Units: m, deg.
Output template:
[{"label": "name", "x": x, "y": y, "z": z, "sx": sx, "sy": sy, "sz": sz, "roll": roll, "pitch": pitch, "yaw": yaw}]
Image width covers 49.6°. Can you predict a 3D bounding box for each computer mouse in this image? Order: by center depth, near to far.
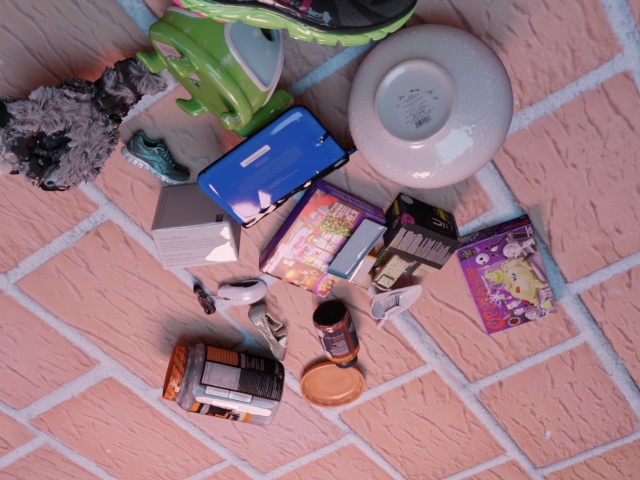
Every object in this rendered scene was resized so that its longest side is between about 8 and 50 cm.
[{"label": "computer mouse", "x": -0.239, "y": 0.148, "z": 1.858, "sx": 0.193, "sy": 0.042, "sz": 0.106, "roll": -10, "pitch": 127, "yaw": 5}]

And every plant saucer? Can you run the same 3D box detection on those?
[{"label": "plant saucer", "x": 0.087, "y": 0.021, "z": 1.721, "sx": 0.067, "sy": 0.018, "sz": 0.192, "roll": 21, "pitch": 123, "yaw": -22}, {"label": "plant saucer", "x": 0.036, "y": 0.432, "z": 2.099, "sx": 0.200, "sy": 0.037, "sz": 0.200, "roll": -2, "pitch": 127, "yaw": -3}]

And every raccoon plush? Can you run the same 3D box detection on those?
[{"label": "raccoon plush", "x": -0.523, "y": -0.255, "z": 1.490, "sx": 0.446, "sy": 0.299, "sz": 0.216, "roll": -26, "pitch": 115, "yaw": -24}]

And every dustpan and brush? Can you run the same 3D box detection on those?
[{"label": "dustpan and brush", "x": 0.185, "y": 0.192, "z": 1.898, "sx": 0.147, "sy": 0.060, "sz": 0.211, "roll": -11, "pitch": 162, "yaw": -20}]

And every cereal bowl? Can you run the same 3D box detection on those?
[{"label": "cereal bowl", "x": 0.205, "y": -0.271, "z": 1.381, "sx": 0.339, "sy": 0.141, "sz": 0.339, "roll": 1, "pitch": 93, "yaw": 22}]

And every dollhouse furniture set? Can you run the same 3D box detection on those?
[{"label": "dollhouse furniture set", "x": 0.206, "y": 0.103, "z": 1.810, "sx": 0.161, "sy": 0.101, "sz": 0.182, "roll": 24, "pitch": 123, "yaw": -20}]

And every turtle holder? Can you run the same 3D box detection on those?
[{"label": "turtle holder", "x": -0.169, "y": -0.343, "z": 1.354, "sx": 0.320, "sy": 0.243, "sz": 0.227, "roll": 43, "pitch": 79, "yaw": -16}]

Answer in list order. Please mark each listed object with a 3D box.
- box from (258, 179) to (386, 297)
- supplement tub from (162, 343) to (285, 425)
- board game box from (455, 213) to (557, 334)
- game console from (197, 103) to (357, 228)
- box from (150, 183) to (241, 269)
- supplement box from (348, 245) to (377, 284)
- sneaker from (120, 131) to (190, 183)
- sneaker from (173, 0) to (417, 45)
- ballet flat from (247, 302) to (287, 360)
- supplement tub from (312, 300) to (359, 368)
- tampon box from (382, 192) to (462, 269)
[{"label": "box", "x": 0.000, "y": 0.000, "z": 1.746, "sx": 0.201, "sy": 0.057, "sz": 0.293, "roll": 23, "pitch": 123, "yaw": -21}, {"label": "supplement tub", "x": -0.274, "y": 0.404, "z": 1.961, "sx": 0.316, "sy": 0.193, "sz": 0.193, "roll": 16, "pitch": 125, "yaw": -14}, {"label": "board game box", "x": 0.501, "y": 0.101, "z": 1.863, "sx": 0.208, "sy": 0.056, "sz": 0.347, "roll": -18, "pitch": 127, "yaw": 16}, {"label": "game console", "x": -0.085, "y": -0.173, "z": 1.529, "sx": 0.293, "sy": 0.173, "sz": 0.250, "roll": -32, "pitch": 125, "yaw": 19}, {"label": "box", "x": -0.284, "y": -0.040, "z": 1.620, "sx": 0.182, "sy": 0.181, "sz": 0.119, "roll": -6, "pitch": 127, "yaw": 2}, {"label": "supplement box", "x": 0.106, "y": 0.058, "z": 1.795, "sx": 0.036, "sy": 0.062, "sz": 0.098, "roll": 18, "pitch": 124, "yaw": -17}, {"label": "sneaker", "x": -0.366, "y": -0.189, "z": 1.578, "sx": 0.166, "sy": 0.065, "sz": 0.076, "roll": 26, "pitch": 118, "yaw": -23}, {"label": "sneaker", "x": -0.031, "y": -0.467, "z": 1.187, "sx": 0.483, "sy": 0.185, "sz": 0.202, "roll": 0, "pitch": 135, "yaw": -25}, {"label": "ballet flat", "x": -0.129, "y": 0.258, "z": 1.933, "sx": 0.068, "sy": 0.072, "sz": 0.213, "roll": -24, "pitch": 125, "yaw": 9}, {"label": "supplement tub", "x": 0.049, "y": 0.269, "z": 1.929, "sx": 0.106, "sy": 0.106, "sz": 0.198, "roll": -13, "pitch": 127, "yaw": 7}, {"label": "tampon box", "x": 0.245, "y": -0.022, "z": 1.703, "sx": 0.161, "sy": 0.120, "sz": 0.101, "roll": 20, "pitch": 125, "yaw": -18}]
